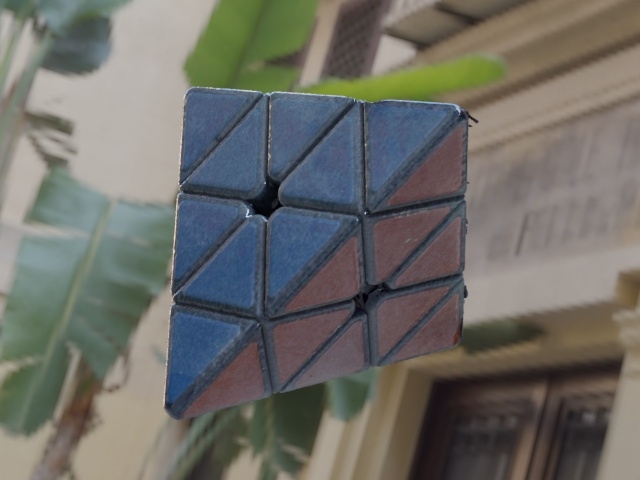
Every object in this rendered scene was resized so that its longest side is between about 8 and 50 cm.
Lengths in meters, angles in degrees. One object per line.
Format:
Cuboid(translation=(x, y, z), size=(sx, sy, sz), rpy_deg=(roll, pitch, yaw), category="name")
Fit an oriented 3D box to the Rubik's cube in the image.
Cuboid(translation=(0.002, 0.000, 1.356), size=(0.233, 0.228, 0.228), rpy_deg=(-1, 10, 2), category="Rubik's cube")
